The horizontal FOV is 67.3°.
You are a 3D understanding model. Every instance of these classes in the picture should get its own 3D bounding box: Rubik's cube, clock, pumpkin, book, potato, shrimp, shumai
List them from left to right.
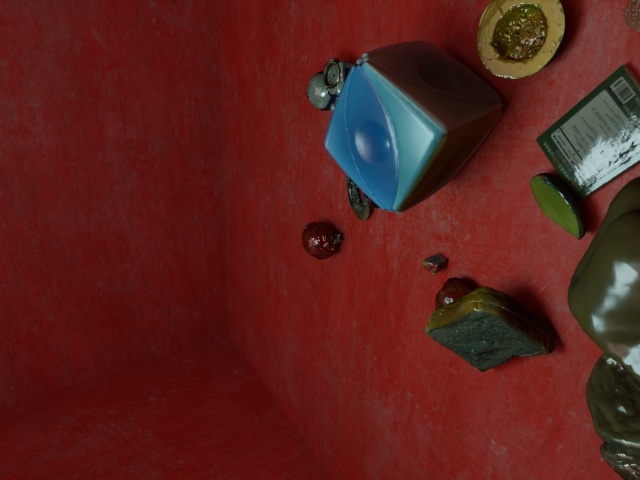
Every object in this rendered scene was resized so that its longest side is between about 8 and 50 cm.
[{"bbox_3d":[0.047,-0.606,1.914,0.243,0.146,0.200,0,96,55],"label":"clock"},{"bbox_3d":[0.157,-0.182,1.973,0.150,0.051,0.217,23,131,67],"label":"shrimp"},{"bbox_3d":[0.260,-0.335,1.406,0.351,0.347,0.352,46,142,19],"label":"Rubik's cube"},{"bbox_3d":[0.519,-0.517,1.212,0.217,0.110,0.218,11,104,46],"label":"pumpkin"},{"bbox_3d":[0.621,-0.095,1.234,0.119,0.054,0.198,74,170,-54],"label":"potato"},{"bbox_3d":[0.664,-0.245,1.139,0.202,0.027,0.264,64,147,18],"label":"book"},{"bbox_3d":[0.778,0.475,1.079,0.218,0.183,0.186,36,134,40],"label":"shumai"}]

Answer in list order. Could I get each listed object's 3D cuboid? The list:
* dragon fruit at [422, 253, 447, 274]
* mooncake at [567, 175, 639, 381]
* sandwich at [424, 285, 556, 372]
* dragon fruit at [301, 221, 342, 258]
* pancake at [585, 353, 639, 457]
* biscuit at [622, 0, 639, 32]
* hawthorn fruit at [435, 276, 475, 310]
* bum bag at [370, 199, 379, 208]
[{"bbox_3d":[0.397,0.088,1.667,0.056,0.083,0.060,41,138,38],"label":"dragon fruit"},{"bbox_3d":[0.694,0.084,0.820,0.467,0.466,0.262,46,142,41],"label":"mooncake"},{"bbox_3d":[0.492,0.270,1.433,0.301,0.271,0.099,-46,18,55],"label":"sandwich"},{"bbox_3d":[0.000,0.000,2.217,0.209,0.172,0.173,25,123,44],"label":"dragon fruit"},{"bbox_3d":[0.738,0.349,1.070,0.049,0.295,0.294,43,160,-25],"label":"pancake"},{"bbox_3d":[0.696,-0.491,0.993,0.130,0.019,0.102,-13,91,59],"label":"biscuit"},{"bbox_3d":[0.459,0.206,1.562,0.172,0.148,0.148,28,126,33],"label":"hawthorn fruit"},{"bbox_3d":[0.209,-0.185,1.917,0.058,0.034,0.125,-35,72,52],"label":"bum bag"}]
